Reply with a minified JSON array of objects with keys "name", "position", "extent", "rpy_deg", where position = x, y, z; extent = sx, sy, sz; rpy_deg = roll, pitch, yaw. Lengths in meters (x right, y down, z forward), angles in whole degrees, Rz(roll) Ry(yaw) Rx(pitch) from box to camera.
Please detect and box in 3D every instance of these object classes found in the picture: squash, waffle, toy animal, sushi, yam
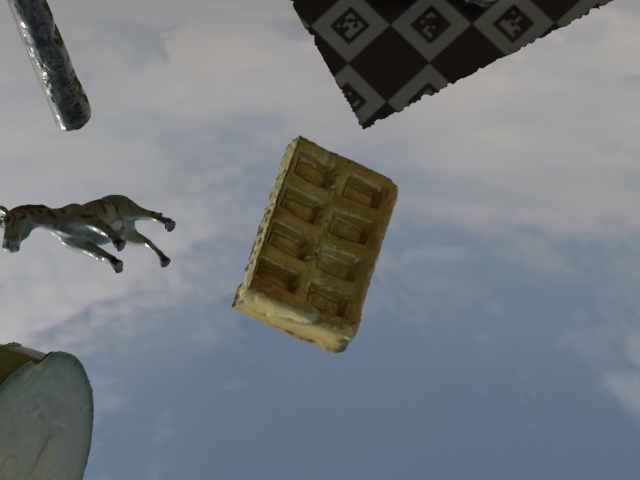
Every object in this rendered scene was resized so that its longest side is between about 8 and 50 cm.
[{"name":"squash","position":[-0.236,0.184,0.724],"extent":[0.041,0.219,0.219],"rpy_deg":[11,-159,14]},{"name":"waffle","position":[0.000,0.000,1.325],"extent":[0.168,0.274,0.057],"rpy_deg":[25,150,-12]},{"name":"toy animal","position":[-0.335,-0.013,1.475],"extent":[0.255,0.089,0.170],"rpy_deg":[1,-152,-41]},{"name":"sushi","position":[0.103,-0.339,1.068],"extent":[0.320,0.339,0.069],"rpy_deg":[-27,167,1]},{"name":"yam","position":[-0.390,-0.281,1.397],"extent":[0.061,0.274,0.061],"rpy_deg":[-8,-141,6]}]
